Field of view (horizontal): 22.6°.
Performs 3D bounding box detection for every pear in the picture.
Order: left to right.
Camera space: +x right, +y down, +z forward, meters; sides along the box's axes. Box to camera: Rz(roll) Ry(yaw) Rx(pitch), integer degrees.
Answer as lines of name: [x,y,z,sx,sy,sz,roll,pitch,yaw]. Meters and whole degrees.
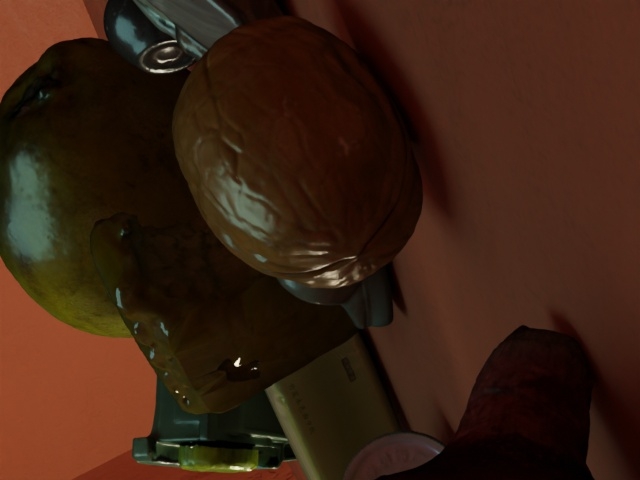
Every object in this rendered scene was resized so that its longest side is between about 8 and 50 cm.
pear: [-0.246,-0.065,1.992,0.352,0.352,0.413,58,171,35]

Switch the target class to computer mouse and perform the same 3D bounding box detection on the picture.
computer mouse: [-0.118,-0.233,1.385,0.389,0.115,0.199,62,175,20]

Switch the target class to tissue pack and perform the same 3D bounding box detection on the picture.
tissue pack: [0.013,0.191,1.845,0.234,0.125,0.159,66,174,-22]

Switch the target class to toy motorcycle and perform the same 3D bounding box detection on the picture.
toy motorcycle: [-0.099,0.201,2.007,0.326,0.200,0.191,19,-111,-54]

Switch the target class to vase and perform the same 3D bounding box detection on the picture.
vase: [-0.175,-0.268,1.680,0.120,0.120,0.183,83,173,-68]

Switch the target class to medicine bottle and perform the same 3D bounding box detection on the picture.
medicine bottle: [0.090,0.286,1.608,0.139,0.139,0.225,60,171,27]

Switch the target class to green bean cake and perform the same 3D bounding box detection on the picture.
green bean cake: [-0.079,0.035,1.552,0.124,0.236,0.233,50,167,49]

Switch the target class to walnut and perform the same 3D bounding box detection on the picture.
walnut: [-0.019,-0.062,1.125,0.197,0.165,0.165,51,168,25]

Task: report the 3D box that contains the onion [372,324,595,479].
onion: [0.104,0.226,0.903,0.347,0.348,0.385,78,-159,-61]

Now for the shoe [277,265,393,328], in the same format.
shoe: [0.000,0.000,1.412,0.103,0.100,0.251,57,173,42]
